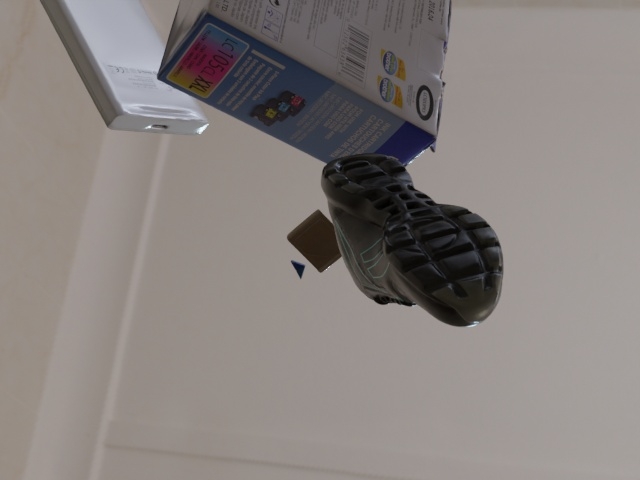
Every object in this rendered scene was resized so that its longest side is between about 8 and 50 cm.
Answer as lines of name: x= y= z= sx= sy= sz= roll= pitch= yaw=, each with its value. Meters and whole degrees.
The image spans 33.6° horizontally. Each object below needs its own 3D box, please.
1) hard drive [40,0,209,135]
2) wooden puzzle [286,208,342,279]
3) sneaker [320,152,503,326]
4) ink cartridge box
hard drive: x=-0.319 y=-0.302 z=1.681 sx=0.040 sy=0.203 sz=0.308 roll=-42 pitch=-112 yaw=30
wooden puzzle: x=0.000 y=0.000 z=1.479 sx=0.116 sy=0.014 sz=0.079 roll=-32 pitch=-79 yaw=23
sneaker: x=0.082 y=0.013 z=0.948 sx=0.101 sy=0.106 sz=0.267 roll=-12 pitch=-150 yaw=-16
ink cartridge box: x=0.017 y=-0.252 z=1.374 sx=0.395 sy=0.151 sz=0.270 roll=24 pitch=-127 yaw=-21
